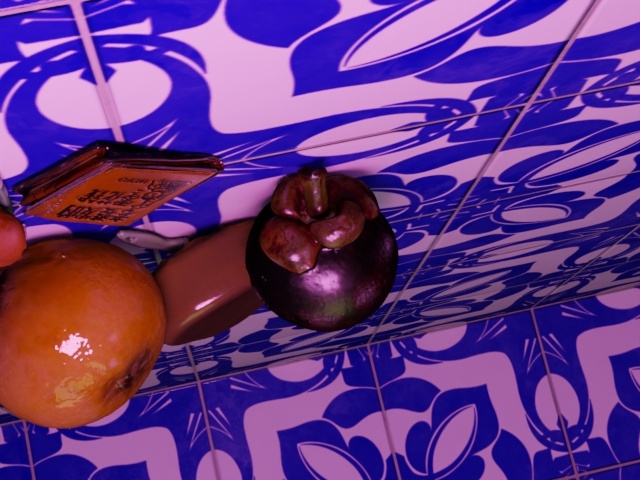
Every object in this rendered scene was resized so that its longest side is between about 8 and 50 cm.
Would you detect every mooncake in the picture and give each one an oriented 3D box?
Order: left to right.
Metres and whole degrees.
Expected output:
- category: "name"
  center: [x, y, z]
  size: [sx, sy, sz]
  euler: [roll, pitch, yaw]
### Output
- category: "mooncake"
  center: [-0.148, 0.055, 1.720]
  size: [0.235, 0.117, 0.235]
  euler: [-31, 165, -9]

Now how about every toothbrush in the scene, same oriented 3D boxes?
- category: "toothbrush"
  center: [-0.365, -0.038, 1.359]
  size: [0.024, 0.018, 0.257]
  euler: [-14, 168, -11]

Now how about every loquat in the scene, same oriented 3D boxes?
- category: "loquat"
  center: [-0.332, 0.124, 1.559]
  size: [0.263, 0.263, 0.263]
  euler: [-13, 167, -3]

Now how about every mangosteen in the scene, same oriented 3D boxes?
- category: "mangosteen"
  center: [0.000, 0.000, 1.543]
  size: [0.211, 0.211, 0.250]
  euler: [-12, 138, -7]

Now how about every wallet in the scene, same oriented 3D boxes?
- category: "wallet"
  center: [-0.230, -0.061, 1.339]
  size: [0.161, 0.042, 0.195]
  euler: [-22, 165, 32]

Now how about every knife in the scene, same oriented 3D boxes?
- category: "knife"
  center: [-0.216, 0.006, 1.702]
  size: [0.043, 0.019, 0.293]
  euler: [-22, 166, 16]

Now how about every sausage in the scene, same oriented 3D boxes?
- category: "sausage"
  center: [-0.413, -0.013, 1.265]
  size: [0.076, 0.076, 0.198]
  euler: [-23, 156, 36]
